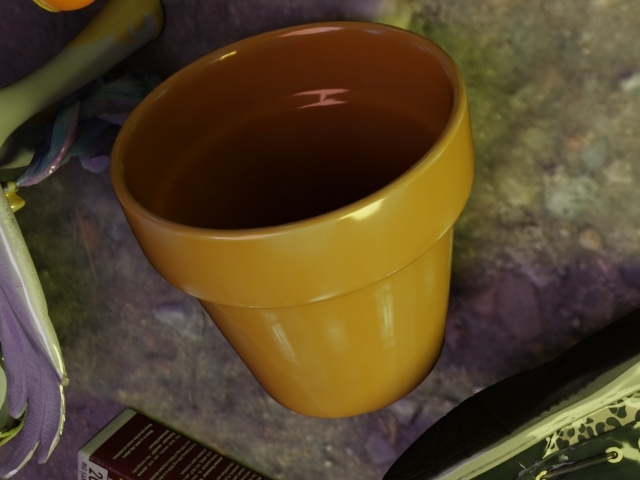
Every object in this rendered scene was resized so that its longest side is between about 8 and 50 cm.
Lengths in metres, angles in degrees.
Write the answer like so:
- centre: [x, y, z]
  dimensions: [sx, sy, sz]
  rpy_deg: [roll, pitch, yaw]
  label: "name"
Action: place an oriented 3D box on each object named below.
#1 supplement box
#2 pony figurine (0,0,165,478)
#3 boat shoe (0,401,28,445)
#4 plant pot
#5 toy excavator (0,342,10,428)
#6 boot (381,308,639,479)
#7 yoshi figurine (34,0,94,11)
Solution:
- centre: [-0.087, 0.251, 0.972]
  dimensions: [0.239, 0.073, 0.130]
  rpy_deg: [22, 125, 19]
  label: "supplement box"
- centre: [-0.243, -0.070, 0.705]
  dimensions: [0.303, 0.363, 0.350]
  rpy_deg: [-4, 113, 33]
  label: "pony figurine"
- centre: [-0.298, 0.151, 1.048]
  dimensions: [0.228, 0.081, 0.068]
  rpy_deg: [-30, 100, 46]
  label: "boat shoe"
- centre: [0.000, 0.000, 0.716]
  dimensions: [0.205, 0.205, 0.188]
  rpy_deg: [9, 135, 28]
  label: "plant pot"
- centre: [-0.394, -0.044, 0.855]
  dimensions: [0.222, 0.433, 0.445]
  rpy_deg: [32, 158, 52]
  label: "toy excavator"
- centre: [0.173, 0.158, 0.712]
  dimensions: [0.236, 0.085, 0.178]
  rpy_deg: [-31, 101, 10]
  label: "boot"
- centre: [-0.033, -0.269, 0.577]
  dimensions: [0.362, 0.203, 0.203]
  rpy_deg: [-21, 87, 25]
  label: "yoshi figurine"
